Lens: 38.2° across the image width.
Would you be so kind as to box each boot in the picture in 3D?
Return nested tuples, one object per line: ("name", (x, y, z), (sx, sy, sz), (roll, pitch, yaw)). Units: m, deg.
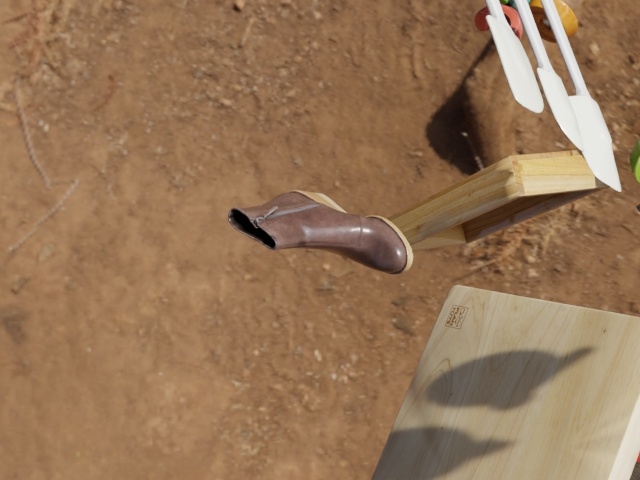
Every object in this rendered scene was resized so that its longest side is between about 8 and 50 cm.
("boot", (0.000, 0.000, 1.465), (0.248, 0.206, 0.090), (32, 120, 33))

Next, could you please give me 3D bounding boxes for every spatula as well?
("spatula", (0.168, -0.161, 0.736), (0.019, 0.168, 0.242), (-36, 47, 32))

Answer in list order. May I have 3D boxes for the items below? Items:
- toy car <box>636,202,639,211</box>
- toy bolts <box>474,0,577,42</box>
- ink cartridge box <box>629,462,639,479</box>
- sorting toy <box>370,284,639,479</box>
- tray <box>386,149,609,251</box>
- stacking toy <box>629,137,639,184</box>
("toy car", (0.590, -0.085, 1.584), (0.060, 0.040, 0.122), (27, 108, 16))
("toy bolts", (0.406, -0.465, 1.725), (0.218, 0.228, 0.158), (39, 77, 10))
("ink cartridge box", (0.491, 0.257, 1.279), (0.193, 0.234, 0.088), (50, 148, 10))
("sorting toy", (0.176, 0.186, 0.803), (0.255, 0.089, 0.257), (8, 71, 59))
("tray", (0.294, -0.064, 1.647), (0.411, 0.202, 0.076), (-29, 70, 59))
("stacking toy", (0.602, -0.223, 1.426), (0.309, 0.279, 0.130), (92, 165, -47))
